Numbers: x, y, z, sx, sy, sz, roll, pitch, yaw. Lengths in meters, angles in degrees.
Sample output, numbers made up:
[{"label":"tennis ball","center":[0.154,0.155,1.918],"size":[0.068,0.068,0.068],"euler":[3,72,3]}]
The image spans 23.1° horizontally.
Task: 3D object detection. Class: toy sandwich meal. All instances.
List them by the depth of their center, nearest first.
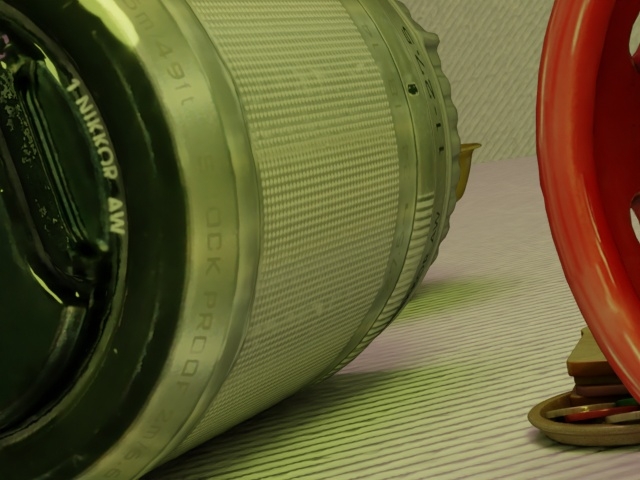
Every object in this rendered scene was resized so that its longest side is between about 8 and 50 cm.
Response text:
[{"label":"toy sandwich meal","center":[0.109,0.047,0.537],"size":[0.086,0.029,0.085],"euler":[-9,4,1]}]

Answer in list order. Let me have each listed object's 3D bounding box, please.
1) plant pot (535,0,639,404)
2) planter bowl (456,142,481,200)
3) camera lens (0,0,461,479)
[{"label":"plant pot","center":[0.177,-0.031,0.389],"size":[0.191,0.191,0.174],"euler":[-6,0,39]},{"label":"planter bowl","center":[0.000,0.000,0.975],"size":[0.217,0.090,0.217],"euler":[-10,4,1]},{"label":"camera lens","center":[-0.082,-0.024,0.622],"size":[0.219,0.219,0.274],"euler":[-7,5,25]}]
